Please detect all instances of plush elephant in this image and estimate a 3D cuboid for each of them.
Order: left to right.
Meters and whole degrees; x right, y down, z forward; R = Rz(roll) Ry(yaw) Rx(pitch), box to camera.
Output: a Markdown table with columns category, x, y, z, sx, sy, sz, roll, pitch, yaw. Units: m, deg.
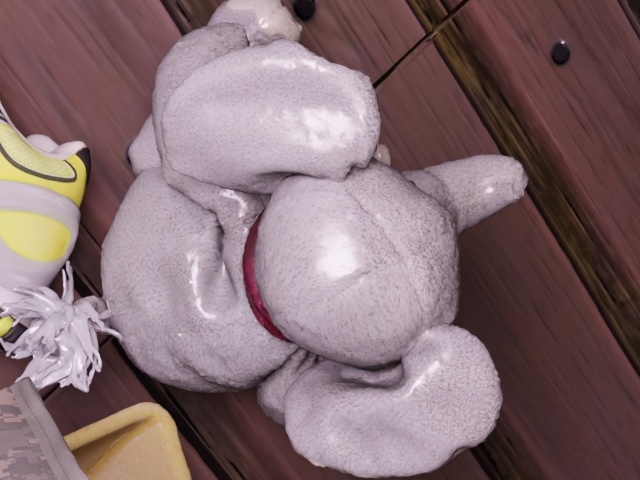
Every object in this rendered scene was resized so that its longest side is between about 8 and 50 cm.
| category | x | y | z | sx | sy | sz | roll | pitch | yaw |
| --- | --- | --- | --- | --- | --- | --- | --- | --- | --- |
| plush elephant | 0.000 | 0.000 | 0.982 | 0.330 | 0.255 | 0.271 | -36 | 114 | -48 |

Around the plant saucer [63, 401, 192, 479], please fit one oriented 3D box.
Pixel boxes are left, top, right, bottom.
| category | x | y | z | sx | sy | sz | roll | pitch | yaw |
| --- | --- | --- | --- | --- | --- | --- | --- | --- | --- |
| plant saucer | -0.209 | 0.305 | 1.028 | 0.333 | 0.081 | 0.332 | -22 | 105 | -29 |

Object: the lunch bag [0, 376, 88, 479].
| category | x | y | z | sx | sy | sz | roll | pitch | yaw |
| --- | --- | --- | --- | --- | --- | --- | --- | --- | --- |
| lunch bag | -0.189 | 0.210 | 0.790 | 0.235 | 0.287 | 0.169 | -28 | 106 | -11 |

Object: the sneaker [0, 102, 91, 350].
| category | x | y | z | sx | sy | sz | roll | pitch | yaw |
| --- | --- | --- | --- | --- | --- | --- | --- | --- | --- |
| sneaker | -0.286 | -0.092 | 0.932 | 0.384 | 0.145 | 0.147 | 48 | 60 | -39 |
